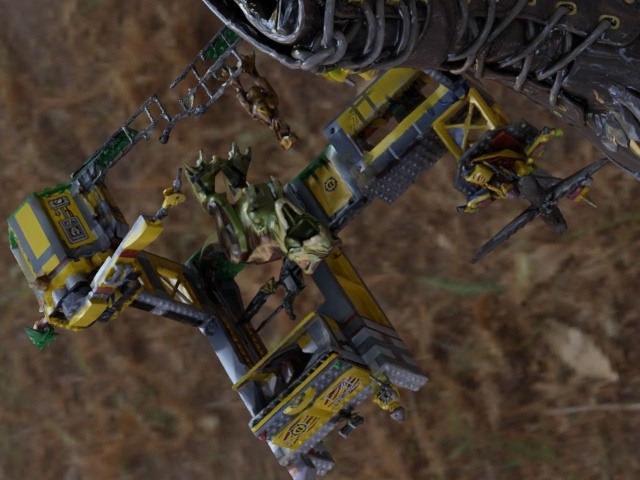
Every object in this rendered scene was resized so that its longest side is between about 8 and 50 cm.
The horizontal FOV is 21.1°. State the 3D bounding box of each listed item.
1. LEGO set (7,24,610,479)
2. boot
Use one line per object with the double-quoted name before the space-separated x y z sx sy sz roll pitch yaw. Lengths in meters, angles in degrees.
"LEGO set" 0.000 0.000 1.003 0.331 0.255 0.192 -39 57 9
"boot" 0.063 -0.085 0.724 0.263 0.229 0.091 39 118 29
